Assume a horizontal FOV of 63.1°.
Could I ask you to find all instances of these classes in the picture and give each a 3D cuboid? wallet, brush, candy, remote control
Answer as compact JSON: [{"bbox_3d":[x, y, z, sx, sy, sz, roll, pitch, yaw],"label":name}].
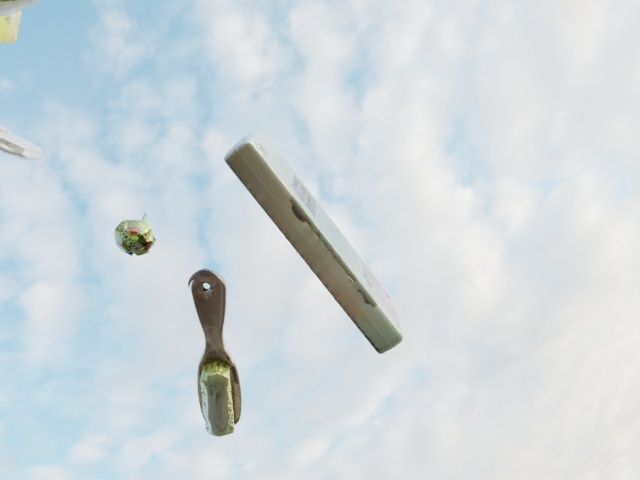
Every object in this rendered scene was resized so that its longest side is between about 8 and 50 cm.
[{"bbox_3d":[-0.479,-0.156,0.768,0.124,0.183,0.032,28,-94,-22],"label":"wallet"},{"bbox_3d":[-0.162,0.188,0.805,0.071,0.067,0.313,-3,-63,-8],"label":"brush"},{"bbox_3d":[-0.296,-0.022,0.859,0.062,0.194,0.058,37,-85,-18],"label":"candy"},{"bbox_3d":[-0.001,0.001,0.718,0.050,0.145,0.344,-35,-77,10],"label":"remote control"}]

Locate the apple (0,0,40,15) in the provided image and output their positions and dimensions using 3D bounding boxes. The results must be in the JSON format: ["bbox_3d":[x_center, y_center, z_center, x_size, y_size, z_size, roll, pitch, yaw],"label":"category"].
[{"bbox_3d":[-0.313,-0.293,0.452,0.195,0.196,0.196,-12,-50,-14],"label":"apple"}]

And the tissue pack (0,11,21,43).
[{"bbox_3d":[-0.557,-0.382,0.794,0.175,0.062,0.095,23,-66,-7],"label":"tissue pack"}]
